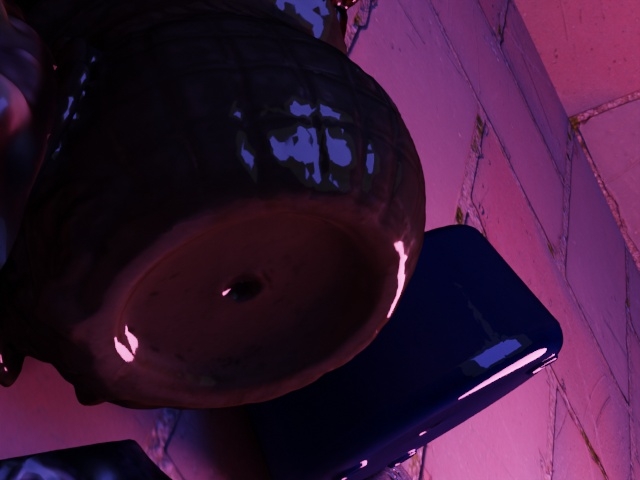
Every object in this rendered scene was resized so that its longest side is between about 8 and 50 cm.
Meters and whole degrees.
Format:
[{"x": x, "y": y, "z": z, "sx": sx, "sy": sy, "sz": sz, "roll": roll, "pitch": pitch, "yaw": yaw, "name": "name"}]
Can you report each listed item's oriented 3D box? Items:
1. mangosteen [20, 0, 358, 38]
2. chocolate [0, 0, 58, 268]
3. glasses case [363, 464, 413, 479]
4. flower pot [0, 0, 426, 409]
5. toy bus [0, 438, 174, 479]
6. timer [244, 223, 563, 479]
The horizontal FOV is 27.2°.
[{"x": -0.098, "y": -0.240, "z": 1.007, "sx": 0.297, "sy": 0.297, "sz": 0.313, "roll": -78, "pitch": 149, "yaw": -53, "name": "mangosteen"}, {"x": -0.257, "y": -0.064, "z": 0.541, "sx": 0.210, "sy": 0.225, "sz": 0.340, "roll": 44, "pitch": 12, "yaw": -31, "name": "chocolate"}, {"x": 0.035, "y": 0.274, "z": 1.158, "sx": 0.109, "sy": 0.067, "sz": 0.282, "roll": 67, "pitch": 20, "yaw": 0, "name": "glasses case"}, {"x": -0.092, "y": -0.029, "z": 0.860, "sx": 0.302, "sy": 0.302, "sz": 0.213, "roll": 42, "pitch": 20, "yaw": -49, "name": "flower pot"}, {"x": -0.216, "y": 0.179, "z": 0.426, "sx": 0.386, "sy": 0.171, "sz": 0.162, "roll": -2, "pitch": 74, "yaw": -49, "name": "toy bus"}, {"x": 0.000, "y": 0.000, "z": 1.134, "sx": 0.383, "sy": 0.270, "sz": 0.270, "roll": 60, "pitch": 19, "yaw": 14, "name": "timer"}]
